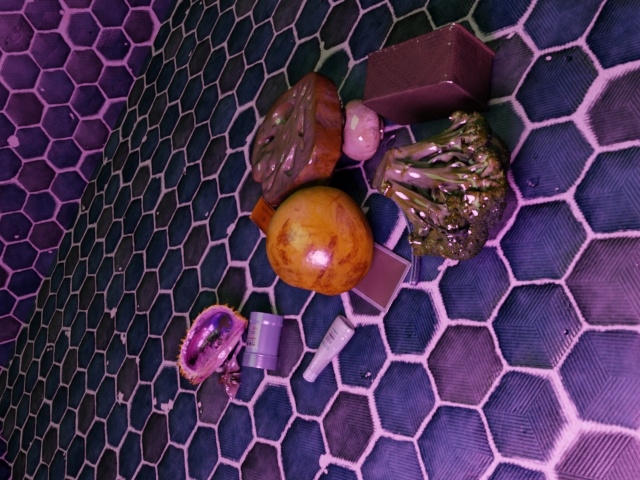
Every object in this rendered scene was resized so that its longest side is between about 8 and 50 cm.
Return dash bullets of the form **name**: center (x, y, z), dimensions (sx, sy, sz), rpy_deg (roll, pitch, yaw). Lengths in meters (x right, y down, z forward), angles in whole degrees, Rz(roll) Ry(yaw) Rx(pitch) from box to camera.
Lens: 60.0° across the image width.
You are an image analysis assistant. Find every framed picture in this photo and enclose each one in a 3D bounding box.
- **framed picture**: center (0.141, 0.085, 1.419), dimensions (0.183, 0.011, 0.142), rpy_deg (32, 99, 47)

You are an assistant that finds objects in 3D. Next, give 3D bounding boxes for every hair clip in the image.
- **hair clip**: center (0.215, -0.022, 1.352), dimensions (0.083, 0.048, 0.275), rpy_deg (-16, 64, 15)

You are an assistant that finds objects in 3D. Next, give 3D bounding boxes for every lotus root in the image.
- **lotus root**: center (-0.064, -0.282, 1.548), dimensions (0.375, 0.111, 0.390), rpy_deg (-64, 32, 11)

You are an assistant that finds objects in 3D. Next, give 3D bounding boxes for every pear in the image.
- **pear**: center (0.000, 0.000, 1.391), dimensions (0.281, 0.281, 0.280), rpy_deg (-18, 63, 41)

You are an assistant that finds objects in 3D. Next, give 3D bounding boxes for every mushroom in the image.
- **mushroom**: center (0.112, -0.300, 1.501), dimensions (0.127, 0.166, 0.166), rpy_deg (-10, 59, -5)

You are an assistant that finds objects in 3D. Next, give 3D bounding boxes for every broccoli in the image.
- **broccoli**: center (0.256, -0.112, 1.189), dimensions (0.304, 0.283, 0.321), rpy_deg (129, 154, -66)

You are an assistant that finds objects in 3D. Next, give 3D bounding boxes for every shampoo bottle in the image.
- **shampoo bottle**: center (0.018, 0.288, 1.449), dimensions (0.069, 0.041, 0.190), rpy_deg (46, 109, 39)

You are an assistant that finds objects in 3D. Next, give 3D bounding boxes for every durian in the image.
- **durian**: center (-0.322, 0.314, 1.693), dimensions (0.260, 0.186, 0.154), rpy_deg (-41, 55, -7)

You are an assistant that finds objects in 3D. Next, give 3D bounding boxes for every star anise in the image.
- **star anise**: center (-0.274, 0.404, 1.690), dimensions (0.124, 0.056, 0.129), rpy_deg (32, 108, 52)

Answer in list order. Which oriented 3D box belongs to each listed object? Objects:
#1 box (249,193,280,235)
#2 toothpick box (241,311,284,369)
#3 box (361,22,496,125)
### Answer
- **box**: center (-0.112, -0.127, 1.717), dimensions (0.152, 0.070, 0.237), rpy_deg (43, 109, 45)
- **toothpick box**: center (-0.165, 0.289, 1.592), dimensions (0.101, 0.101, 0.153), rpy_deg (-6, 70, 44)
- **box**: center (0.260, -0.389, 1.347), dimensions (0.273, 0.184, 0.143), rpy_deg (-1, 79, 46)
